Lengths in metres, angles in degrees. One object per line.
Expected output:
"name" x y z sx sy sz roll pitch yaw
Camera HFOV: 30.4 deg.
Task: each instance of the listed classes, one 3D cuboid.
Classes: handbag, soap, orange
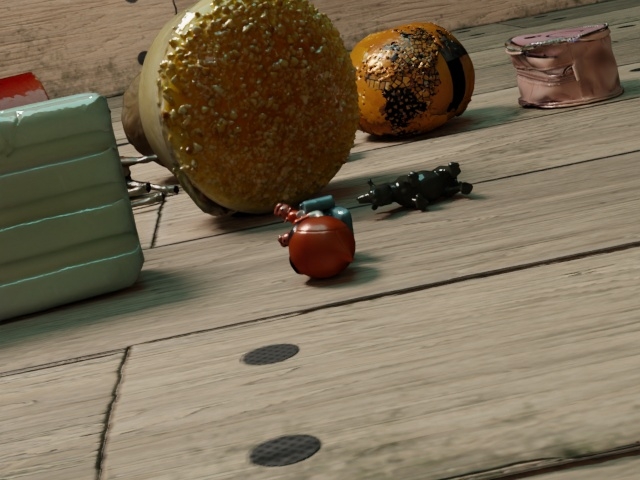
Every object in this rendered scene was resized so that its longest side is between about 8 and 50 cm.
"handbag" 0.401 -0.289 1.945 0.179 0.116 0.205 -14 15 -8
"soap" -0.372 -0.018 1.225 0.347 0.208 0.115 -15 12 -14
"orange" 0.136 -0.258 1.921 0.234 0.182 0.234 -22 15 6

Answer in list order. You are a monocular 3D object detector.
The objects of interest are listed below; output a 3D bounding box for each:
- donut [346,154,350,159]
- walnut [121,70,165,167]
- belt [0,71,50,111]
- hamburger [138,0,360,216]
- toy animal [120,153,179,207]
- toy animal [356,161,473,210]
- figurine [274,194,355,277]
"donut" -0.019 -0.156 1.834 0.117 0.065 0.166 -9 12 0
"walnut" -0.206 -0.208 1.880 0.224 0.224 0.224 -10 13 2
"belt" -0.393 -0.082 1.483 0.115 0.227 0.324 -15 -5 -20
"hamburger" -0.085 -0.179 1.496 0.302 0.302 0.170 -19 22 -32
"toy animal" -0.342 -0.095 1.795 0.260 0.087 0.243 -3 13 18
"toy animal" 0.104 -0.059 1.374 0.135 0.047 0.065 -17 9 -18
"figurine" 0.000 0.000 1.173 0.075 0.068 0.140 -10 19 -9
